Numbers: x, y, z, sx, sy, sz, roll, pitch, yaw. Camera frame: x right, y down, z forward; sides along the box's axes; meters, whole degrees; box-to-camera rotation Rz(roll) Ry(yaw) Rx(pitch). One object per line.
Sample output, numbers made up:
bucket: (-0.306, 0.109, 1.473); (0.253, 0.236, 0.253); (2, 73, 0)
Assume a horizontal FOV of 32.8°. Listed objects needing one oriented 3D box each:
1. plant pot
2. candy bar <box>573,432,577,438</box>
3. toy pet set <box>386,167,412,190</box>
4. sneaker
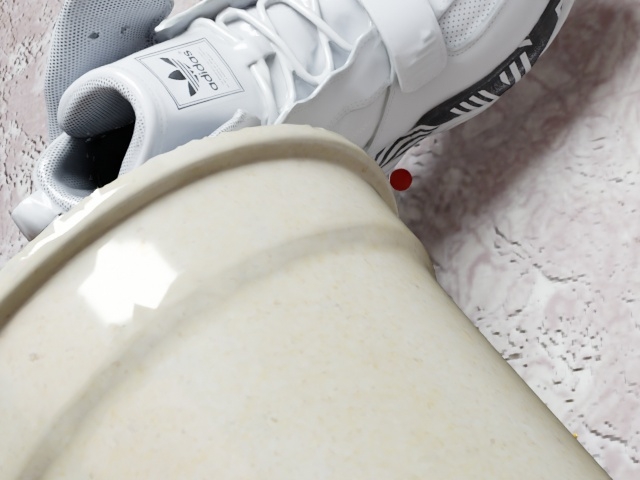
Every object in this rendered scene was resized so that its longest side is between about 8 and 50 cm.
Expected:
plant pot: (0.017, 0.164, 0.515); (0.305, 0.334, 0.334); (40, 98, 30)
candy bar: (0.094, 0.084, 0.660); (0.040, 0.018, 0.161); (-52, 48, 9)
toy pet set: (0.000, 0.000, 0.756); (0.114, 0.065, 0.122); (15, 91, 9)
sneaker: (-0.007, -0.105, 0.598); (0.366, 0.210, 0.137); (-42, 74, 18)
